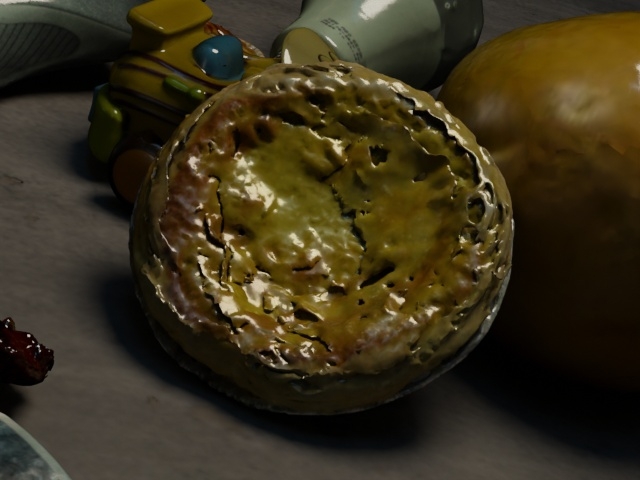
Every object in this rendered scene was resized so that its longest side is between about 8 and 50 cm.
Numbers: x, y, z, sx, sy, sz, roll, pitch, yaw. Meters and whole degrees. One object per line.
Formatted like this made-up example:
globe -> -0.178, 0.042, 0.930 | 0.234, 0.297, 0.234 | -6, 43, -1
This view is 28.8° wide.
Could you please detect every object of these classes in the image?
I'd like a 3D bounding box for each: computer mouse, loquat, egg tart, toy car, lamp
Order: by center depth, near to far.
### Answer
egg tart -> 0.000, 0.000, 0.756 | 0.234, 0.094, 0.234 | 1, 64, -1
loquat -> 0.208, -0.037, 0.865 | 0.276, 0.276, 0.284 | 4, 26, -31
toy car -> -0.042, -0.090, 0.911 | 0.248, 0.142, 0.200 | 23, 25, 9
computer mouse -> -0.234, -0.204, 1.021 | 0.379, 0.090, 0.167 | -19, 44, -43
lamp -> 0.043, -0.216, 1.190 | 0.182, 0.182, 0.314 | 29, 26, 19

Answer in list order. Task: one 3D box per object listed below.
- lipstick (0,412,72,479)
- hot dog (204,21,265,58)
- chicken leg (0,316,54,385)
lipstick -> -0.212, 0.127, 0.414 | 0.077, 0.076, 0.289 | 34, 26, 32
hot dog -> -0.107, -0.157, 1.110 | 0.099, 0.053, 0.192 | 26, 27, 9
chicken leg -> -0.234, 0.038, 0.618 | 0.205, 0.053, 0.093 | 20, 0, -16
